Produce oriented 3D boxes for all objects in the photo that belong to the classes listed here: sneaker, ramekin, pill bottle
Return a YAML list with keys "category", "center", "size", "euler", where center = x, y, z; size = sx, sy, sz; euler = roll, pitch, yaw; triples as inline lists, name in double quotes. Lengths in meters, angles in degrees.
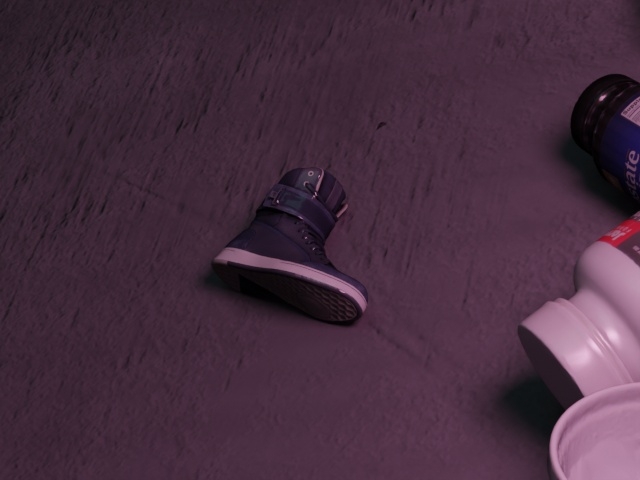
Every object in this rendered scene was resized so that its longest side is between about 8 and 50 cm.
- category: "sneaker"
  center: [-0.001, -0.001, 1.918]
  size: [0.226, 0.086, 0.163]
  euler: [18, 60, 44]
- category: "ramekin"
  center: [0.292, 0.222, 1.435]
  size: [0.207, 0.109, 0.207]
  euler: [0, 31, 0]
- category: "pill bottle"
  center: [0.361, -0.092, 1.772]
  size: [0.123, 0.123, 0.219]
  euler: [-36, 39, -10]
- category: "pill bottle"
  center: [0.349, 0.043, 1.587]
  size: [0.318, 0.176, 0.176]
  euler: [-34, 39, -7]
